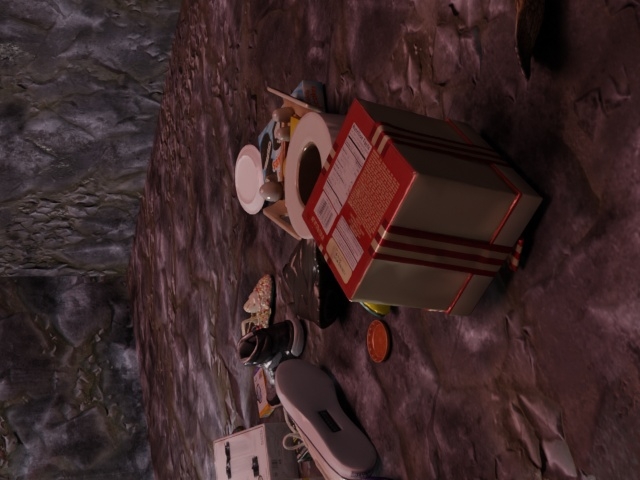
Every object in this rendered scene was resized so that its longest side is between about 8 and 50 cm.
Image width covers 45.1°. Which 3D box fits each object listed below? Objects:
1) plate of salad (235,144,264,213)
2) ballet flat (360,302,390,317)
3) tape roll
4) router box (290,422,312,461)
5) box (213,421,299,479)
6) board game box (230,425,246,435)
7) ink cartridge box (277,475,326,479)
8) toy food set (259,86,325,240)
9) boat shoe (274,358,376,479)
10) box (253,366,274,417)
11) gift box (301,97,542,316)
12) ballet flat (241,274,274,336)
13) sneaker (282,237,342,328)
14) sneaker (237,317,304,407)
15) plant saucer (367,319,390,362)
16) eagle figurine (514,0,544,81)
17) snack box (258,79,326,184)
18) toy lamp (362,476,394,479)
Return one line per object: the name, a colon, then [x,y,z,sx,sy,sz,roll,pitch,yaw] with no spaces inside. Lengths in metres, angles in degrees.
plate of salad: [-0.193,-0.176,2.215,0.200,0.048,0.200,15,108,56]
ballet flat: [0.086,0.063,1.541,0.077,0.077,0.231,-62,30,16]
tape roll: [0.050,-0.123,1.504,0.246,0.169,0.246,180,90,-67]
router box: [-0.029,0.460,1.824,0.122,0.038,0.092,121,143,-49]
box: [-0.174,0.584,2.024,0.290,0.087,0.169,-34,58,48]
board game box: [-0.224,0.621,2.214,0.133,0.033,0.169,-3,-88,-71]
ink cartridge box: [-0.036,0.603,1.665,0.127,0.176,0.128,-134,50,-61]
toy food set: [-0.074,-0.179,1.746,0.219,0.092,0.306,36,129,56]
boat shoe: [-0.002,0.419,1.673,0.367,0.135,0.157,45,133,46]
box: [-0.155,0.411,2.130,0.081,0.028,0.136,123,143,-51]
gift box: [0.143,-0.038,1.172,0.276,0.258,0.255,-62,35,32]
ballet flat: [-0.177,0.212,2.124,0.091,0.077,0.241,-152,65,-65]
sneaker: [-0.025,0.048,1.673,0.130,0.109,0.286,14,108,35]
sneaker: [-0.139,0.311,1.938,0.101,0.153,0.269,-123,41,-53]
plant saucer: [0.117,0.200,1.530,0.083,0.013,0.084,-179,90,-66]
eagle figurine: [0.278,-0.396,1.031,0.298,0.225,0.226,53,-169,10]
snack box: [-0.070,-0.239,1.915,0.322,0.060,0.187,143,123,-61]
toy lamp: [0.147,0.481,1.371,0.274,0.080,0.080,178,92,-67]
